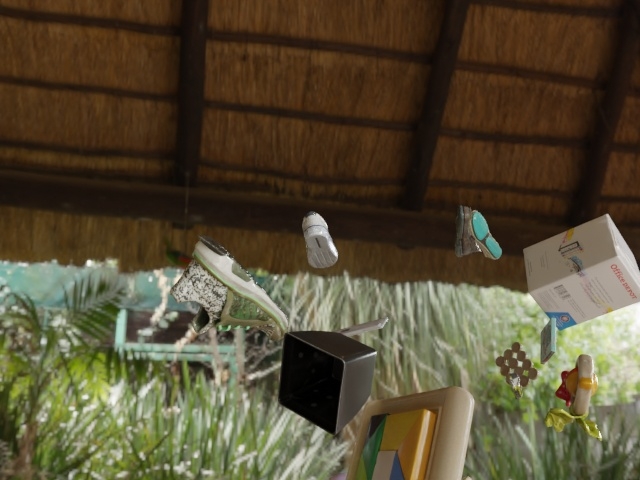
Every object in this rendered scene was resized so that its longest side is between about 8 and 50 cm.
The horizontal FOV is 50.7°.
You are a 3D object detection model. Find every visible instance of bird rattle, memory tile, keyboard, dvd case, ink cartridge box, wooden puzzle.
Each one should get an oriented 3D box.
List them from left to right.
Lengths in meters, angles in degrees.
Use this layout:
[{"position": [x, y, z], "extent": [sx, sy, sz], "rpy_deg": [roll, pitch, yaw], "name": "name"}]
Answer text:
[{"position": [0.068, 0.261, 1.915], "extent": [0.255, 0.014, 0.072], "rpy_deg": [-17, 4, 24], "name": "keyboard"}, {"position": [0.098, 0.308, 0.901], "extent": [0.044, 0.221, 0.238], "rpy_deg": [27, -26, -19], "name": "wooden puzzle"}, {"position": [0.624, 0.405, 2.152], "extent": [0.012, 0.148, 0.113], "rpy_deg": [23, -61, -34], "name": "memory tile"}, {"position": [0.568, 0.252, 1.688], "extent": [0.013, 0.087, 0.119], "rpy_deg": [5, -24, 8], "name": "dvd case"}, {"position": [0.663, 0.082, 1.708], "extent": [0.232, 0.168, 0.171], "rpy_deg": [-27, -59, 29], "name": "ink cartridge box"}, {"position": [0.695, 0.398, 1.789], "extent": [0.143, 0.253, 0.207], "rpy_deg": [15, -57, 23], "name": "bird rattle"}]

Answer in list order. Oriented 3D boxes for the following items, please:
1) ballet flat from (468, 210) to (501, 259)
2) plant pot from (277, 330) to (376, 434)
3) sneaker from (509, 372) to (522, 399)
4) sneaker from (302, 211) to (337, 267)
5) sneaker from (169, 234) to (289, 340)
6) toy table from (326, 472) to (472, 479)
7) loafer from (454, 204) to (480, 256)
[{"position": [0.431, -0.011, 1.825], "extent": [0.052, 0.057, 0.168], "rpy_deg": [7, -42, 56], "name": "ballet flat"}, {"position": [0.029, 0.316, 1.602], "extent": [0.187, 0.188, 0.167], "rpy_deg": [19, 19, 39], "name": "plant pot"}, {"position": [0.585, 0.440, 2.033], "extent": [0.031, 0.083, 0.035], "rpy_deg": [-5, -38, 5], "name": "sneaker"}, {"position": [0.000, 0.000, 2.005], "extent": [0.094, 0.091, 0.258], "rpy_deg": [-6, -27, 1], "name": "sneaker"}, {"position": [-0.223, 0.153, 1.598], "extent": [0.182, 0.158, 0.410], "rpy_deg": [-43, -41, -7], "name": "sneaker"}, {"position": [0.127, 0.470, 1.074], "extent": [0.252, 0.274, 0.160], "rpy_deg": [-32, -8, 40], "name": "toy table"}, {"position": [0.457, -0.032, 2.073], "extent": [0.084, 0.096, 0.267], "rpy_deg": [-2, -26, 8], "name": "loafer"}]
